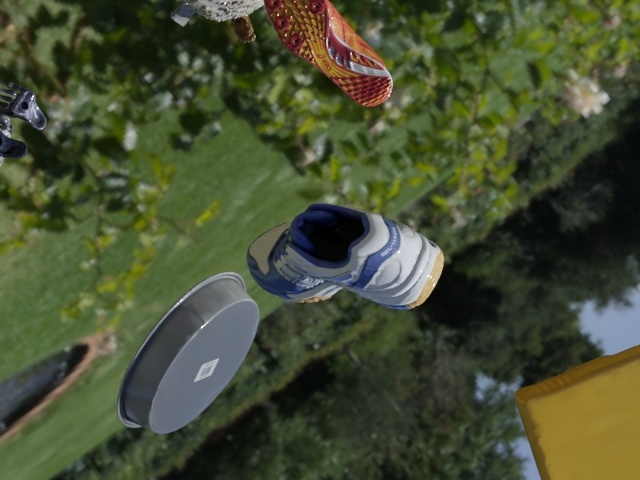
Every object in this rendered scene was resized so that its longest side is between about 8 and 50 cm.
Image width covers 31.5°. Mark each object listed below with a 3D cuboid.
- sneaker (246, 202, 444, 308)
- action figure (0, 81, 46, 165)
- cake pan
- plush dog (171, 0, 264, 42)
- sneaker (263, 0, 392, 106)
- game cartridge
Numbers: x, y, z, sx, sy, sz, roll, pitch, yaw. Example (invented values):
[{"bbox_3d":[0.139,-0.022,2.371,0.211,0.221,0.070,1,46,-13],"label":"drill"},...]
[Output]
[{"bbox_3d":[0.000,0.000,1.288,0.297,0.131,0.111,-1,-119,48],"label":"sneaker"},{"bbox_3d":[-0.492,-0.148,1.580,0.276,0.141,0.164,-14,-135,52],"label":"action figure"},{"bbox_3d":[-0.196,0.184,1.771,0.293,0.054,0.293,-46,159,-24],"label":"cake pan"},{"bbox_3d":[-0.133,-0.366,1.544,0.263,0.210,0.225,-11,-166,1],"label":"plush dog"},{"bbox_3d":[0.001,-0.200,1.119,0.064,0.175,0.067,-39,-152,9],"label":"sneaker"},{"bbox_3d":[0.437,0.264,1.450,0.324,0.285,0.052,-20,-167,-3],"label":"game cartridge"}]
